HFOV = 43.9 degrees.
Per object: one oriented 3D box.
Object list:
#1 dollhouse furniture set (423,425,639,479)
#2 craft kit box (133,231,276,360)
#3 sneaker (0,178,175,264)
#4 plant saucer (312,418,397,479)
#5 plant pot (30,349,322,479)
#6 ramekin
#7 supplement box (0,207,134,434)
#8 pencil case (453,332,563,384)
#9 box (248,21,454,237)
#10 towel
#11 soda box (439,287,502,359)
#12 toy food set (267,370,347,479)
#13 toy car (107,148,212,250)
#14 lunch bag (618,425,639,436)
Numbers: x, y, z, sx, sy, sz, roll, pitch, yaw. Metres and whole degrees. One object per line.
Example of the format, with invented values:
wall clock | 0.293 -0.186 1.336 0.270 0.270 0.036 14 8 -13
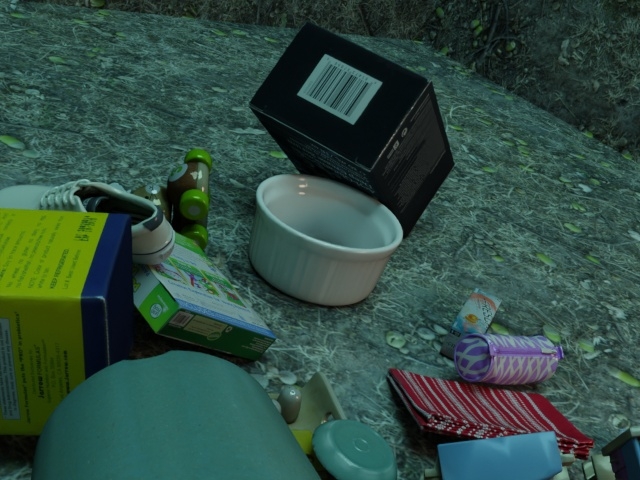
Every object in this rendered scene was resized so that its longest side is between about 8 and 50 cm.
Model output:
dollhouse furniture set | 0.277 0.366 0.997 0.303 0.286 0.198 -6 64 2
craft kit box | -0.209 0.059 1.166 0.246 0.061 0.250 49 9 31
sneaker | -0.314 -0.042 1.039 0.258 0.091 0.094 10 50 7
plant saucer | 0.048 0.262 0.995 0.119 0.021 0.119 23 24 -11
plant pot | -0.116 0.287 0.685 0.341 0.341 0.334 7 21 -23
ramekin | 0.000 0.000 1.466 0.277 0.135 0.277 15 27 -8
supplement box | -0.406 0.086 0.908 0.356 0.195 0.194 3 29 -6
pencil case | 0.315 0.197 1.327 0.206 0.088 0.086 6 72 -39
box | 0.080 -0.214 1.634 0.293 0.212 0.395 31 -7 23
towel | 0.253 0.257 1.212 0.275 0.031 0.199 13 10 -13
soda box | 0.274 0.153 1.437 0.058 0.063 0.183 26 28 14
toy food set | -0.102 0.240 1.000 0.306 0.092 0.220 5 30 -25
toy car | -0.293 -0.075 1.430 0.188 0.149 0.155 2 40 -7
lunch bag | 0.520 0.335 1.270 0.083 0.053 0.071 16 24 15
